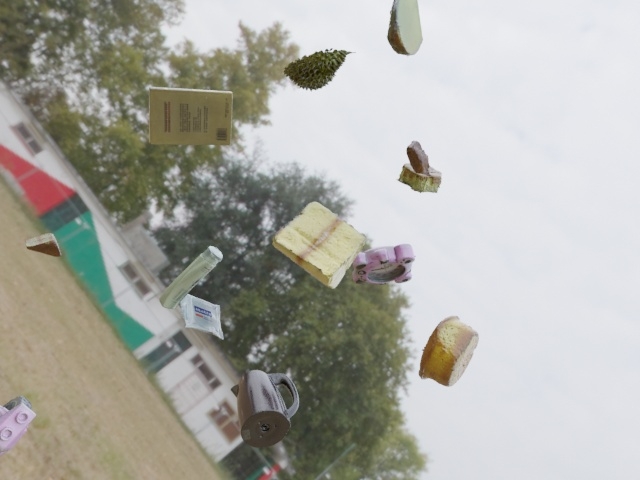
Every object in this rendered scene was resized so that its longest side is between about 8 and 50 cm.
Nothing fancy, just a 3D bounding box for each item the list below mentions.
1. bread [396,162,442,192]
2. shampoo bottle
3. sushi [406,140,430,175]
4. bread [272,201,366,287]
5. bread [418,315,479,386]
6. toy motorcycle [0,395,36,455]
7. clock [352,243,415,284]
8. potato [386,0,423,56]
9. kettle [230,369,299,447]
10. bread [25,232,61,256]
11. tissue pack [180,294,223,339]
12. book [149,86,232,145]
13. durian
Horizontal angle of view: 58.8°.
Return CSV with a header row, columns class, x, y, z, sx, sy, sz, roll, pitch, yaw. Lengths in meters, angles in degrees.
class,x,y,z,sx,sy,sz,roll,pitch,yaw
bread,0.331,-0.201,1.846,0.128,0.140,0.069,42,-57,46
shampoo bottle,-0.356,0.103,1.560,0.049,0.212,0.072,51,12,28
sushi,0.295,-0.243,1.685,0.062,0.060,0.117,-9,-83,62
bread,0.000,0.000,2.011,0.264,0.236,0.198,35,-4,12
bread,0.468,0.411,2.076,0.146,0.268,0.268,28,-29,30
toy motorcycle,-0.671,0.436,1.061,0.188,0.327,0.143,-2,-51,51
clock,0.254,0.103,2.314,0.227,0.248,0.090,83,-2,-58
potato,0.201,-0.532,1.387,0.054,0.197,0.120,-10,-20,41
kettle,-0.169,0.498,1.765,0.232,0.202,0.143,-120,-160,-59
bread,-0.797,0.009,1.662,0.109,0.062,0.043,26,24,-48
tissue pack,-0.376,0.238,1.794,0.193,0.026,0.122,35,35,-53
book,-0.370,-0.351,1.625,0.026,0.231,0.161,-129,-138,-58
durian,-0.011,-0.492,1.656,0.221,0.137,0.095,-17,-86,39
